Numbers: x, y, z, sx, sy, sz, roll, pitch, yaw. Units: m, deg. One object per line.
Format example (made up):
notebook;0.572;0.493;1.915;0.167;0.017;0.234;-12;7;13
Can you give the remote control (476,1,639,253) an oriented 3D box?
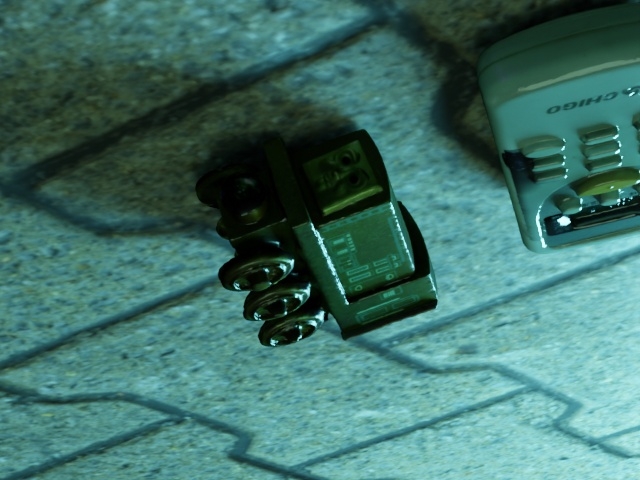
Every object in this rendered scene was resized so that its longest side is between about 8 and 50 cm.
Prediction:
remote control;0.187;-0.069;1.227;0.140;0.056;0.296;-15;158;6

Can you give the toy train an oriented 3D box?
toy train;0.000;0.000;1.275;0.137;0.090;0.225;-19;157;2
